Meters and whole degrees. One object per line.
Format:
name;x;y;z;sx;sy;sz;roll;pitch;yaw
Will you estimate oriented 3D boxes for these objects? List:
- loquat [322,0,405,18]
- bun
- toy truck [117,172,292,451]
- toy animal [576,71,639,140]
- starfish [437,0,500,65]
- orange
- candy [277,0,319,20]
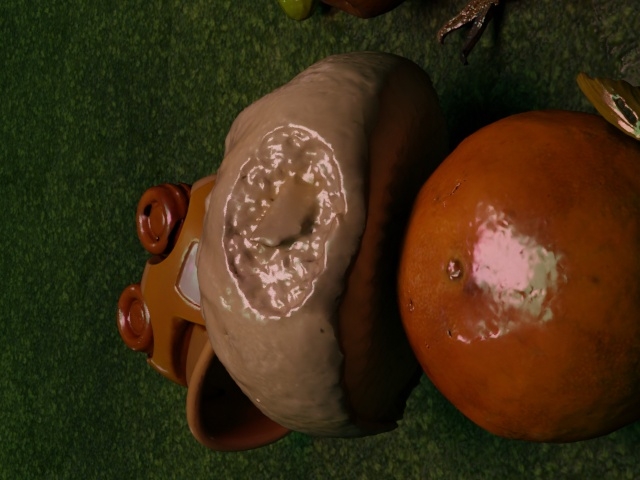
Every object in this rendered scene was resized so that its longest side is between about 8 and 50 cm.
loquat;0.052;-0.340;1.524;0.179;0.179;0.227;23;97;53
bun;-0.003;0.002;1.433;0.202;0.364;0.364;8;98;22
toy truck;-0.096;0.069;1.715;0.211;0.204;0.288;43;124;43
toy animal;0.328;-0.083;1.211;0.219;0.095;0.155;-14;77;23
starfish;0.158;-0.235;1.483;0.130;0.041;0.133;178;94;-68
orange;0.194;0.029;1.288;0.284;0.226;0.284;1;91;47
candy;-0.032;-0.351;1.718;0.096;0.096;0.210;-12;83;54
